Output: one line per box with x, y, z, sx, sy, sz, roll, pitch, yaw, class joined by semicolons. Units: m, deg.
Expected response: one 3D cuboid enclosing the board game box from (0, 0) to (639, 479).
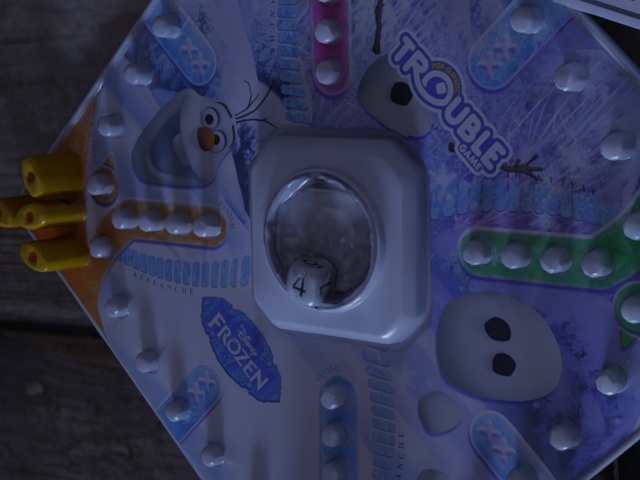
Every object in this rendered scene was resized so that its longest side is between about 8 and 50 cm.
0.000;0.000;0.737;0.390;0.050;0.390;52;123;17;board game box

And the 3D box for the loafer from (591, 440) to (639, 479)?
0.136;0.193;0.753;0.094;0.087;0.251;5;109;27;loafer

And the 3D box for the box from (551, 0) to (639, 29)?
0.267;-0.144;0.568;0.290;0.087;0.169;24;117;19;box
